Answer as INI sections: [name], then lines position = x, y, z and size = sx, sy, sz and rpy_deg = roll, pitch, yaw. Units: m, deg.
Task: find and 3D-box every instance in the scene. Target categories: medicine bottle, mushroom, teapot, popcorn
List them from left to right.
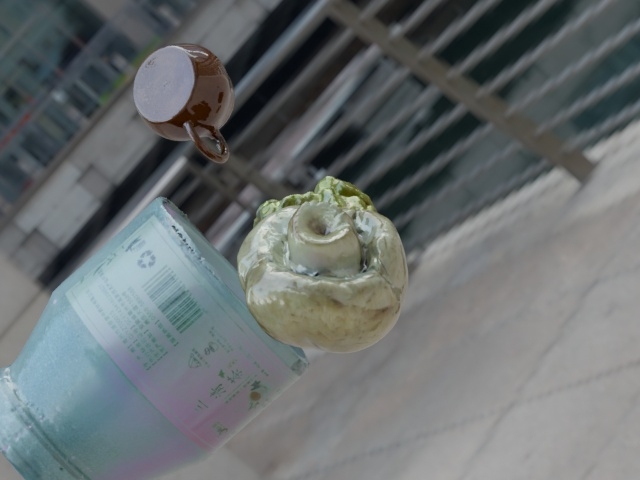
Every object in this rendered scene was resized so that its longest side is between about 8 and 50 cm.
[medicine bottle]
position = -0.193, 0.134, 1.663
size = 0.290, 0.245, 0.245
rpy_deg = -41, 7, 1
[teapot]
position = -0.142, -0.158, 1.790
size = 0.116, 0.173, 0.116
rpy_deg = -20, -25, -10
[popcorn]
position = 0.000, 0.000, 1.685
size = 0.145, 0.126, 0.126
rpy_deg = -29, -7, 32
[mushroom]
position = 0.002, 0.027, 1.271
size = 0.148, 0.148, 0.112
rpy_deg = -54, -24, -37
